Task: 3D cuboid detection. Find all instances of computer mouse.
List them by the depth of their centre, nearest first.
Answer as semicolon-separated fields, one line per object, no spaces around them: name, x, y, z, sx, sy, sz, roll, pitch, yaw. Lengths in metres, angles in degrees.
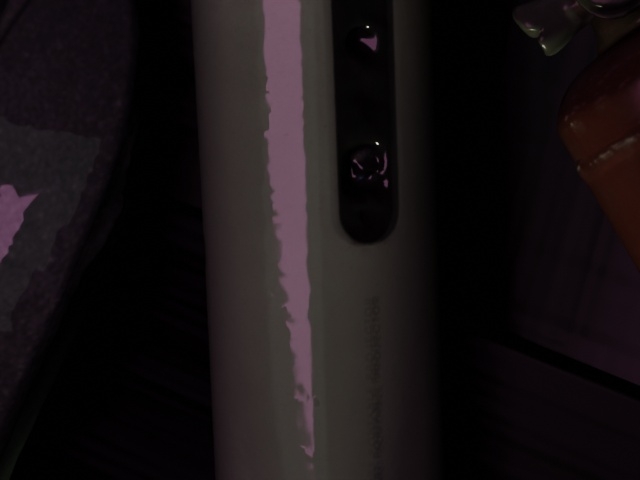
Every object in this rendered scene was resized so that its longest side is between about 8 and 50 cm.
computer mouse;-0.203;0.009;0.980;0.203;0.114;0.374;29;113;22

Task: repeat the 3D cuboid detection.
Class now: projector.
projector;0.000;0.000;0.868;0.108;0.108;0.337;5;104;28

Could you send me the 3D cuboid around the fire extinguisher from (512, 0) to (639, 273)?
fire extinguisher;0.190;-0.017;0.766;0.147;0.106;0.337;-30;87;6
